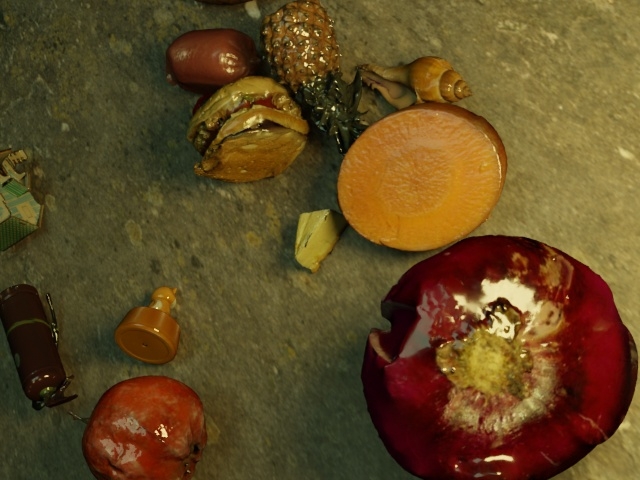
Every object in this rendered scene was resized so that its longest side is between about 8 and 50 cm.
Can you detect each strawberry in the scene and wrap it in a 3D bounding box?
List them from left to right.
[{"bbox_3d":[-0.230,-0.269,2.011,0.106,0.106,0.106,-12,66,29],"label":"strawberry"}]

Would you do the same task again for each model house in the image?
[{"bbox_3d":[-0.764,-0.091,2.233,0.178,0.271,0.206,-27,95,18],"label":"model house"}]

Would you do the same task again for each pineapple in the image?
[{"bbox_3d":[0.020,-0.279,1.779,0.165,0.165,0.364,-31,88,19],"label":"pineapple"}]

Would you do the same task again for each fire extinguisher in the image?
[{"bbox_3d":[-0.616,0.239,2.053,0.141,0.105,0.341,-44,52,13],"label":"fire extinguisher"}]

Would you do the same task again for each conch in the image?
[{"bbox_3d":[0.179,-0.298,1.763,0.330,0.093,0.109,29,126,57],"label":"conch"}]

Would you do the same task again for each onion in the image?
[{"bbox_3d":[0.240,0.181,1.431,0.398,0.398,0.420,-65,11,-4],"label":"onion"}]

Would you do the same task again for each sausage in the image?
[{"bbox_3d":[-0.236,-0.391,2.027,0.254,0.148,0.148,14,80,38],"label":"sausage"}]

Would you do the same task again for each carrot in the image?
[{"bbox_3d":[0.174,-0.111,1.637,0.307,0.100,0.258,-18,86,22],"label":"carrot"}]

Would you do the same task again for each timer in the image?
[{"bbox_3d":[-0.335,0.156,1.915,0.132,0.132,0.152,-11,42,29],"label":"timer"}]

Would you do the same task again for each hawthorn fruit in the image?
[{"bbox_3d":[-0.351,0.358,1.734,0.271,0.242,0.242,21,84,11],"label":"hawthorn fruit"}]

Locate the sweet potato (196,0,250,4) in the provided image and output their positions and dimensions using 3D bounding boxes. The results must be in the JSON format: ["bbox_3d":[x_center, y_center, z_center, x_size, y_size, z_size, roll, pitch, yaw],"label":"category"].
[{"bbox_3d":[-0.206,-0.582,2.113,0.251,0.097,0.097,10,78,31],"label":"sweet potato"}]

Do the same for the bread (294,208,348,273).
[{"bbox_3d":[0.000,0.000,1.759,0.080,0.084,0.109,-5,69,33],"label":"bread"}]

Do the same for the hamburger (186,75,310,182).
[{"bbox_3d":[-0.144,-0.218,1.846,0.244,0.244,0.163,-26,70,23],"label":"hamburger"}]
